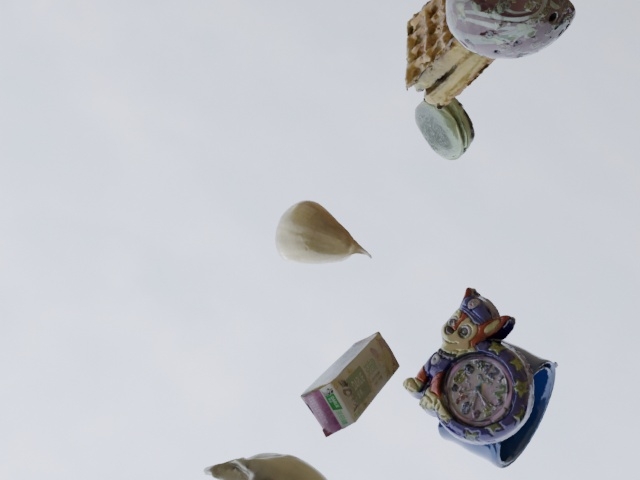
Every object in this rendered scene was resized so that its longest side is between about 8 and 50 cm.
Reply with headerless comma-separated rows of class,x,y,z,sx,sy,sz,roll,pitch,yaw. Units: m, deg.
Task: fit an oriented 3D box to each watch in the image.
watch,0.240,0.207,1.535,0.171,0.196,0.200,35,179,32

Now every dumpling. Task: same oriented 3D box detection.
dumpling,-0.045,0.413,1.563,0.175,0.227,0.243,-19,-113,-5

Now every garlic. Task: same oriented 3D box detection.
garlic,-0.009,-0.005,2.422,0.164,0.145,0.245,27,174,-29

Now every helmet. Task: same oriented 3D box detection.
helmet,0.242,-0.301,1.497,0.177,0.107,0.153,29,176,32

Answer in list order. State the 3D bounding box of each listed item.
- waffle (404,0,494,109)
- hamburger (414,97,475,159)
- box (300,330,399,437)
waffle,0.274,-0.389,1.885,0.091,0.308,0.212,31,-141,-22
hamburger,0.245,-0.227,2.167,0.062,0.133,0.140,-37,-86,-20
box,0.037,0.149,1.179,0.049,0.041,0.207,60,-160,0
